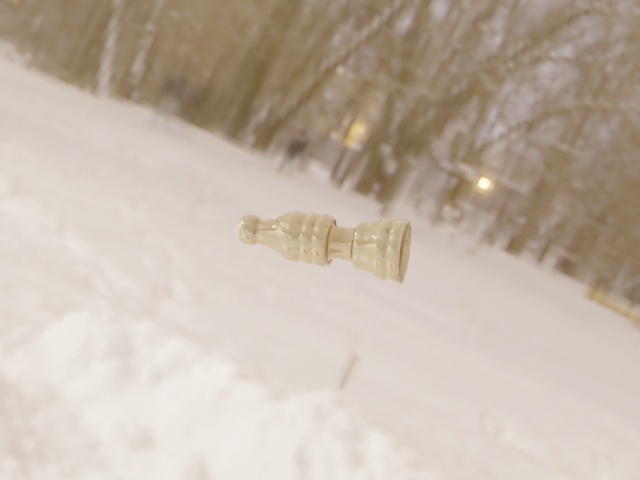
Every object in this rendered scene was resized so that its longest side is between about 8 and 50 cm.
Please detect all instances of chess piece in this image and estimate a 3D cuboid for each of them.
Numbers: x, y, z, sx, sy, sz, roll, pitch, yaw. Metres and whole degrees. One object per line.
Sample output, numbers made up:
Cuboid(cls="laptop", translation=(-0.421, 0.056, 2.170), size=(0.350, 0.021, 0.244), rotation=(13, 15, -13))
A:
Cuboid(cls="chess piece", translation=(0.000, 0.000, 0.963), size=(0.092, 0.035, 0.035), rotation=(8, -1, 12))
